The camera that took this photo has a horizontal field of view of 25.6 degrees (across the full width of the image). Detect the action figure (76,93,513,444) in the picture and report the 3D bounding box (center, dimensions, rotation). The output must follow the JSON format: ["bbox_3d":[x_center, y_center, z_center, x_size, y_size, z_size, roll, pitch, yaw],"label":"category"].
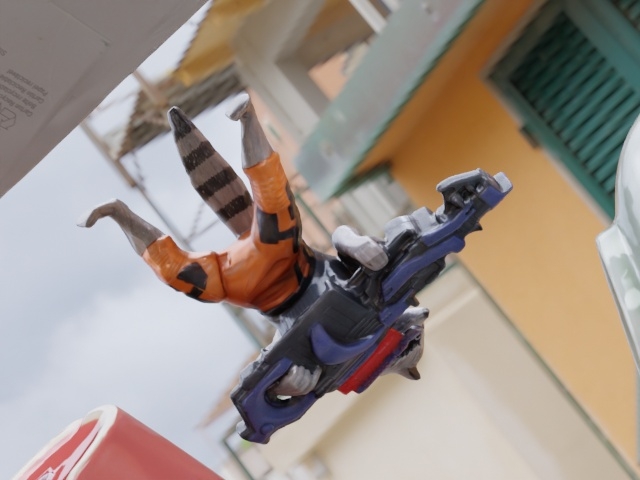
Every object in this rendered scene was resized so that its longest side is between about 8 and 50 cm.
[{"bbox_3d":[0.000,0.000,1.292,0.341,0.330,0.178,-40,24,11],"label":"action figure"}]

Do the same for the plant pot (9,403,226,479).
[{"bbox_3d":[-0.175,0.300,1.281,0.275,0.243,0.275,-41,13,12],"label":"plant pot"}]

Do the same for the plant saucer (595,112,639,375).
[{"bbox_3d":[0.279,0.080,1.014,0.101,0.400,0.400,-20,-10,9],"label":"plant saucer"}]

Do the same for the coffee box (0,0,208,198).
[{"bbox_3d":[-0.310,-0.300,1.159,0.338,0.334,0.338,-41,-51,19],"label":"coffee box"}]
